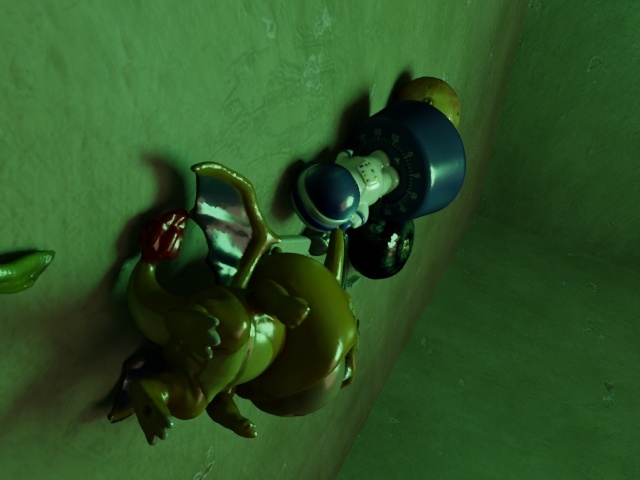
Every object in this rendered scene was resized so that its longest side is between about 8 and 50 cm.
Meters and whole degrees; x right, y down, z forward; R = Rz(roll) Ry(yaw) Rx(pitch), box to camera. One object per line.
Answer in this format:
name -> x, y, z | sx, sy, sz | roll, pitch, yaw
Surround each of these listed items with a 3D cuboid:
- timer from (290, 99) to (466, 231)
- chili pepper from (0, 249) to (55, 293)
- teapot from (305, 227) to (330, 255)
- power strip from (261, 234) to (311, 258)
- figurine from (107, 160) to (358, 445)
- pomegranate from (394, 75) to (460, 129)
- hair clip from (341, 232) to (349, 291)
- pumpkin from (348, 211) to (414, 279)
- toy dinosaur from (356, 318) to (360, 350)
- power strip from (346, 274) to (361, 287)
timer -> 0.099, -0.127, 1.051 | 0.383, 0.270, 0.271 | -28, 138, -38
chili pepper -> -0.323, 0.023, 0.444 | 0.051, 0.050, 0.201 | -31, 162, 9
teapot -> 0.000, 0.000, 1.118 | 0.066, 0.088, 0.057 | -41, 135, -22
power strip -> -0.078, 0.032, 1.030 | 0.192, 0.035, 0.082 | -5, 116, -65
figurine -> -0.093, 0.104, 0.734 | 0.387, 0.268, 0.401 | -2, 109, -57
pomegranate -> 0.280, -0.333, 1.308 | 0.191, 0.191, 0.191 | -49, 152, -37
hair clip -> 0.057, 0.075, 1.397 | 0.070, 0.039, 0.230 | -38, 140, -52
pumpkin -> 0.174, 0.000, 1.414 | 0.233, 0.162, 0.233 | -50, 151, -43
toy dinosaur -> 0.126, 0.328, 1.800 | 0.106, 0.044, 0.188 | -61, 149, -51
power strip -> 0.104, 0.127, 1.557 | 0.083, 0.027, 0.017 | -30, 137, -59
